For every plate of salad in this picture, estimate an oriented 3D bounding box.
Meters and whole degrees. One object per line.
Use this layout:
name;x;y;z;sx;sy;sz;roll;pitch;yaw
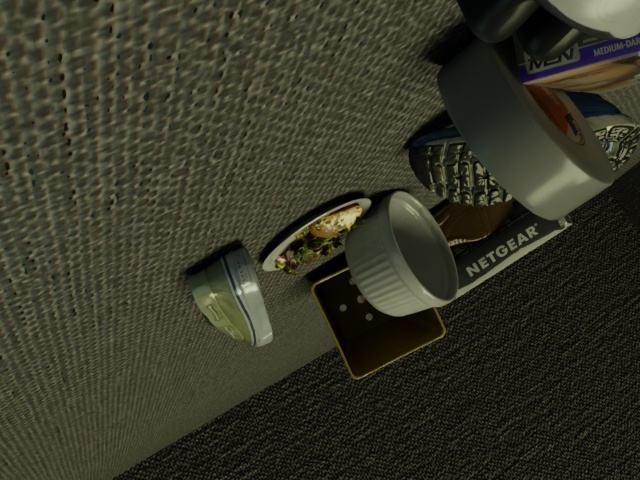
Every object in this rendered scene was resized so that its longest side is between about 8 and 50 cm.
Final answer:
plate of salad;0.000;0.000;1.183;0.200;0.048;0.200;-32;168;-8

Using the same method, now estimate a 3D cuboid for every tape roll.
tape roll;0.230;-0.131;0.846;0.072;0.219;0.219;-38;167;30

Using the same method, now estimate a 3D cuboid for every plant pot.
plant pot;0.103;0.133;1.584;0.212;0.212;0.187;-26;-174;-6

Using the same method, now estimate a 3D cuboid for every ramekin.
ramekin;0.133;0.031;1.286;0.109;0.207;0.207;-30;171;30

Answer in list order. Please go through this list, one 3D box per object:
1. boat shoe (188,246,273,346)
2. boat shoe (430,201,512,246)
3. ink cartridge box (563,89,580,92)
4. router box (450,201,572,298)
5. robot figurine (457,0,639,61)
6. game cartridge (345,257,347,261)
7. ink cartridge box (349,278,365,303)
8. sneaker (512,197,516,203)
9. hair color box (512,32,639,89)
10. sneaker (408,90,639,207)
boat shoe;-0.132;0.091;1.133;0.094;0.109;0.302;-16;157;-5
boat shoe;0.280;-0.035;1.656;0.285;0.104;0.089;-24;-169;-2
ink cartridge box;0.422;-0.265;1.271;0.179;0.045;0.145;-46;179;-42
router box;0.387;-0.017;1.747;0.309;0.081;0.243;-33;-162;5
robot figurine;0.197;-0.242;0.463;0.278;0.173;0.209;-44;-179;42
game cartridge;0.088;0.017;1.541;0.056;0.017;0.083;-26;166;-43
ink cartridge box;0.130;0.091;1.761;0.122;0.088;0.052;-36;170;16
sneaker;0.413;-0.139;1.651;0.094;0.080;0.212;5;155;-31
hair color box;0.358;-0.241;0.860;0.185;0.110;0.339;-10;180;34
sneaker;0.283;-0.149;1.106;0.330;0.147;0.130;-9;136;-10
